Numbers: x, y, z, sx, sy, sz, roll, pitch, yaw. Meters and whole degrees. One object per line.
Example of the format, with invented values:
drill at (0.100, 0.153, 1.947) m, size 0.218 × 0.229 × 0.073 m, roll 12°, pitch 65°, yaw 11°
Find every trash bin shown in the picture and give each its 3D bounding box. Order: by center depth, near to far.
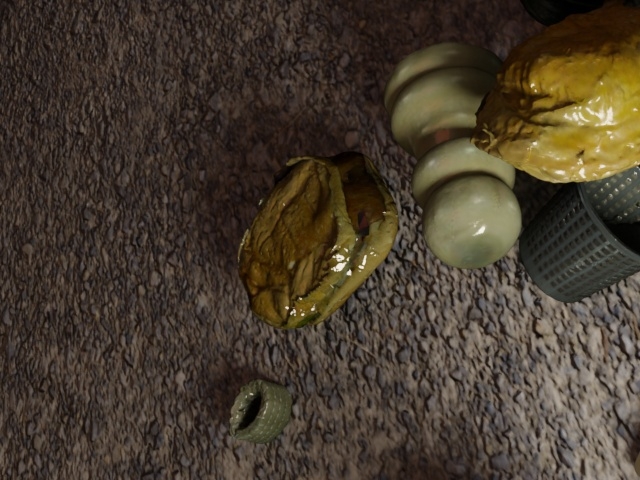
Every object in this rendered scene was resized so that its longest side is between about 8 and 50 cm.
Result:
trash bin at (0.348, -0.008, 1.830) m, size 0.161 × 0.175 × 0.175 m, roll -42°, pitch 47°, yaw 42°

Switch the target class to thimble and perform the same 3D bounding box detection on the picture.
thimble at (-0.098, 0.273, 2.239) m, size 0.110 × 0.062 × 0.084 m, roll -52°, pitch 43°, yaw 16°

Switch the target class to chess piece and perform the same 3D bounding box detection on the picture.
chess piece at (0.194, -0.103, 1.944) m, size 0.182 × 0.182 × 0.330 m, roll -37°, pitch 40°, yaw 30°

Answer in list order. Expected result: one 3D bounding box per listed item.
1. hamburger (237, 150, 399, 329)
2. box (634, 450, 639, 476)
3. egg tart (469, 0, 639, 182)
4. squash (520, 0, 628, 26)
hamburger at (-0.001, -0.001, 2.205) m, size 0.285 × 0.134 × 0.265 m, roll -49°, pitch 47°, yaw 30°
box at (0.444, 0.265, 1.699) m, size 0.126 × 0.031 × 0.091 m, roll 23°, pitch 91°, yaw 49°
egg tart at (0.344, -0.206, 1.798) m, size 0.351 × 0.153 × 0.339 m, roll -16°, pitch 24°, yaw -4°
squash at (0.352, -0.401, 1.958) m, size 0.172 × 0.218 × 0.218 m, roll -5°, pitch 63°, yaw 1°
